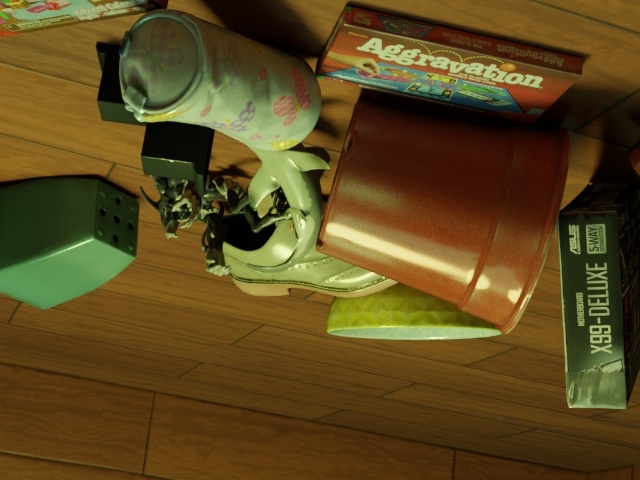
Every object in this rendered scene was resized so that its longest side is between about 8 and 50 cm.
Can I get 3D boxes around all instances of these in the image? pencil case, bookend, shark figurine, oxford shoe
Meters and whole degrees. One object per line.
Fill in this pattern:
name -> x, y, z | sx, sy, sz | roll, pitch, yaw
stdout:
pencil case -> -0.106, -0.171, 1.338 | 0.113, 0.124, 0.273 | 25, -171, 28
bookend -> -0.208, -0.148, 1.477 | 0.156, 0.157, 0.072 | 7, 161, -2
shark figurine -> -0.024, -0.067, 1.635 | 0.166, 0.116, 0.278 | 9, 126, 31
oxford shoe -> 0.000, 0.000, 1.876 | 0.397, 0.140, 0.146 | -10, 140, 27

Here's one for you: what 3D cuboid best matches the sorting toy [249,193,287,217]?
sorting toy -> -0.087, -0.065, 1.848 | 0.083, 0.062, 0.012 | -6, -165, 33

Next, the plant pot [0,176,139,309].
plant pot -> -0.421, -0.006, 1.970 | 0.234, 0.166, 0.165 | -15, 153, 31

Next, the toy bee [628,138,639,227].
toy bee -> 0.500, -0.055, 1.533 | 0.195, 0.162, 0.298 | -19, 120, 23

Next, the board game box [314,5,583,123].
board game box -> 0.145, -0.201, 1.398 | 0.281, 0.027, 0.145 | 10, 160, -10

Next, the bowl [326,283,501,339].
bowl -> 0.155, 0.078, 1.976 | 0.289, 0.156, 0.289 | 1, 171, 0

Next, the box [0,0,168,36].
box -> -0.330, -0.292, 1.253 | 0.293, 0.057, 0.201 | -3, 158, 28

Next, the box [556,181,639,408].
box -> 0.374, 0.060, 1.565 | 0.076, 0.242, 0.307 | -2, -170, 20

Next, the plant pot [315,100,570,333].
plant pot -> 0.145, -0.048, 1.523 | 0.265, 0.272, 0.272 | 16, 161, -1

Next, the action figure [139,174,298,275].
action figure -> -0.161, -0.041, 1.800 | 0.275, 0.141, 0.164 | -5, 145, 30
